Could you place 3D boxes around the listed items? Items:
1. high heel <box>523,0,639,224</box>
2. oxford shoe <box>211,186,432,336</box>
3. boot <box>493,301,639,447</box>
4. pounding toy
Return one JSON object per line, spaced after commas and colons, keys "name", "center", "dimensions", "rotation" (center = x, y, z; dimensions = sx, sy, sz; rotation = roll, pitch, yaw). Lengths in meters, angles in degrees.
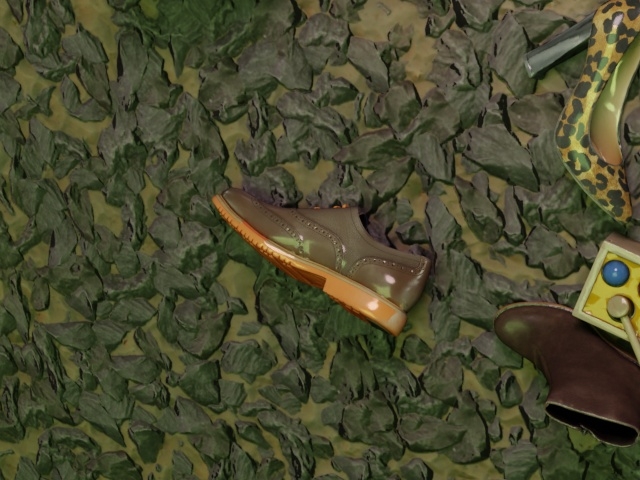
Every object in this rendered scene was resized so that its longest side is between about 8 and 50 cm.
{"name": "high heel", "center": [0.380, -0.164, 1.382], "dimensions": [0.186, 0.093, 0.261], "rotation": [-28, 83, 37]}
{"name": "oxford shoe", "center": [0.000, 0.000, 1.635], "dimensions": [0.363, 0.130, 0.133], "rotation": [31, 84, 23]}
{"name": "boot", "center": [0.319, 0.168, 1.451], "dimensions": [0.248, 0.207, 0.090], "rotation": [21, 114, 20]}
{"name": "pounding toy", "center": [0.403, 0.085, 1.440], "dimensions": [0.130, 0.100, 0.141], "rotation": [25, 110, 18]}
